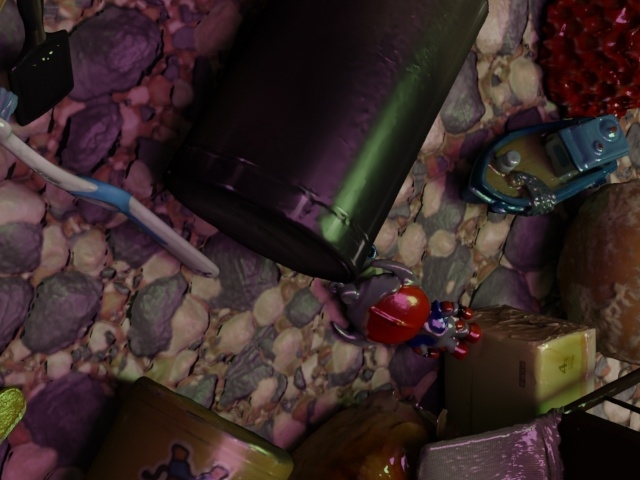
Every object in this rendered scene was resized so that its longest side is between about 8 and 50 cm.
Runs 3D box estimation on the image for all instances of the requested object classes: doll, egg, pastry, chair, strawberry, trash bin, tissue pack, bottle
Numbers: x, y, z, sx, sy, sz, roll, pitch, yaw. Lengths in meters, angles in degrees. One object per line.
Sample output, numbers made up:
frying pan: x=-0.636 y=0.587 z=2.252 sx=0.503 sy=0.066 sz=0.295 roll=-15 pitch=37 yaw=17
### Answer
doll: x=0.093 y=0.082 z=1.147 sx=0.195 sy=0.104 sz=0.062 roll=23 pitch=43 yaw=-23
egg: x=0.404 y=0.042 z=1.309 sx=0.203 sy=0.203 sz=0.245 roll=-22 pitch=109 yaw=-33
pastry: x=0.066 y=0.338 z=1.140 sx=0.330 sy=0.136 sz=0.329 roll=-8 pitch=103 yaw=-38
chair: x=0.278 y=0.256 z=1.065 sx=0.319 sy=0.186 sz=0.160 roll=-15 pitch=111 yaw=-30
strawberry: x=0.404 y=-0.238 z=1.278 sx=0.234 sy=0.178 sz=0.233 roll=-11 pitch=110 yaw=-32
trash bin: x=0.011 y=-0.136 z=0.972 sx=0.252 sy=0.203 sz=0.301 roll=43 pitch=70 yaw=-50
tissue pack: x=0.237 y=0.206 z=1.233 sx=0.125 sy=0.159 sz=0.234 roll=-9 pitch=104 yaw=-37
bottle: x=-0.173 y=0.315 z=0.927 sx=0.171 sy=0.172 sz=0.351 roll=35 pitch=76 yaw=-37

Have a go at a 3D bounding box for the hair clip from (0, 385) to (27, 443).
hair clip: x=-0.328 y=0.193 z=0.872 sx=0.188 sy=0.033 sz=0.060 roll=-38 pitch=120 yaw=-26

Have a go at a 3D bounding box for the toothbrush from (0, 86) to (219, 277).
toothbrush: x=-0.180 y=-0.033 z=0.856 sx=0.040 sy=0.040 sz=0.386 roll=-62 pitch=150 yaw=-12

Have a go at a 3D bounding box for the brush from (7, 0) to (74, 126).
brush: x=-0.225 y=-0.153 z=0.814 sx=0.016 sy=0.193 sz=0.063 roll=40 pitch=66 yaw=10

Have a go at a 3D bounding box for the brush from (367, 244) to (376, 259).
brush: x=0.000 y=0.000 z=1.105 sx=0.164 sy=0.014 sz=0.051 roll=12 pitch=92 yaw=-40

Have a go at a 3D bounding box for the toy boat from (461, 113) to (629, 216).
toy boat: x=0.272 y=-0.092 z=1.233 sx=0.238 sy=0.098 sz=0.109 roll=-20 pitch=85 yaw=-27

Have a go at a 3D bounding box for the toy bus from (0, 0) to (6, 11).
toy bus: x=-0.370 y=-0.087 z=0.699 sx=0.202 sy=0.177 sz=0.365 roll=33 pitch=77 yaw=-43
